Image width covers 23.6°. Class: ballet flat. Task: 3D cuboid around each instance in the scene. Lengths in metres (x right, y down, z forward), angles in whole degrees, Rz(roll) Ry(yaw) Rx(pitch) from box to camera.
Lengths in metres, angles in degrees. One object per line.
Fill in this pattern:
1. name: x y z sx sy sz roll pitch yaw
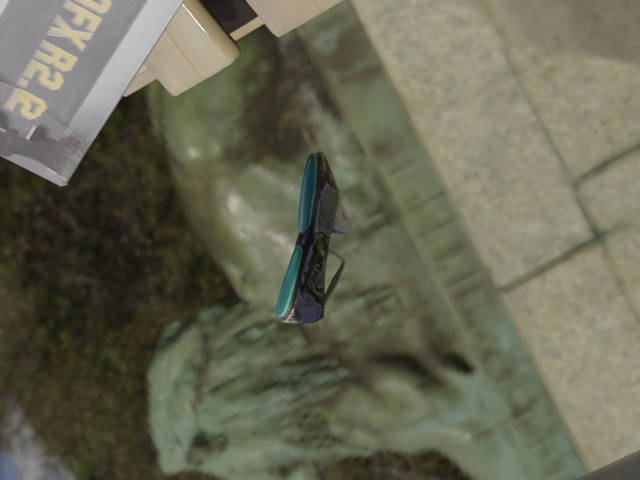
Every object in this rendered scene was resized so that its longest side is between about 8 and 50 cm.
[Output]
1. ballet flat: 0.000 0.000 1.007 0.041 0.041 0.114 159 122 -86

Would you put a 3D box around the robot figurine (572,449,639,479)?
1. robot figurine: 0.204 0.195 0.767 0.300 0.353 0.200 41 -154 -57

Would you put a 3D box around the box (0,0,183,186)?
1. box: -0.095 -0.147 0.417 0.183 0.231 0.056 27 -147 -18

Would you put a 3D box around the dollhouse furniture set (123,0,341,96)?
1. dollhouse furniture set: -0.045 -0.181 0.621 0.161 0.212 0.242 51 145 -14
